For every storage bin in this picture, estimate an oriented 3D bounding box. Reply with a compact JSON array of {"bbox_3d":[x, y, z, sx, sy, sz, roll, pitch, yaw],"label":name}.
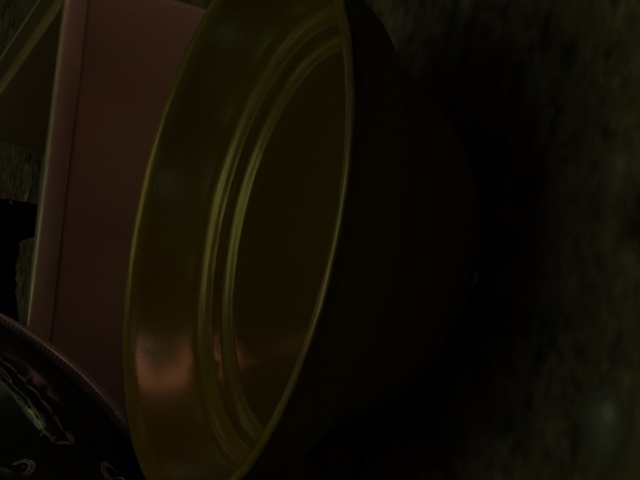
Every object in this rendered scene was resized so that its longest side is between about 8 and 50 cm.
[{"bbox_3d":[-0.135,0.021,0.792,0.260,0.123,0.262,-31,52,58],"label":"storage bin"}]

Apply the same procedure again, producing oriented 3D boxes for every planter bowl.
[{"bbox_3d":[0.000,0.000,0.545,0.217,0.090,0.217,-37,48,55],"label":"planter bowl"}]

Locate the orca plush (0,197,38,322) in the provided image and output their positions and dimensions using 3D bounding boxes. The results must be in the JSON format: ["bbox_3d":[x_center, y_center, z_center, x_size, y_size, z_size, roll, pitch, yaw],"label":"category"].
[{"bbox_3d":[-0.253,0.110,1.099,0.287,0.102,0.151,-62,-18,11],"label":"orca plush"}]

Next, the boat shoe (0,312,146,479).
[{"bbox_3d":[-0.115,0.141,0.533,0.127,0.113,0.340,-33,67,2],"label":"boat shoe"}]
